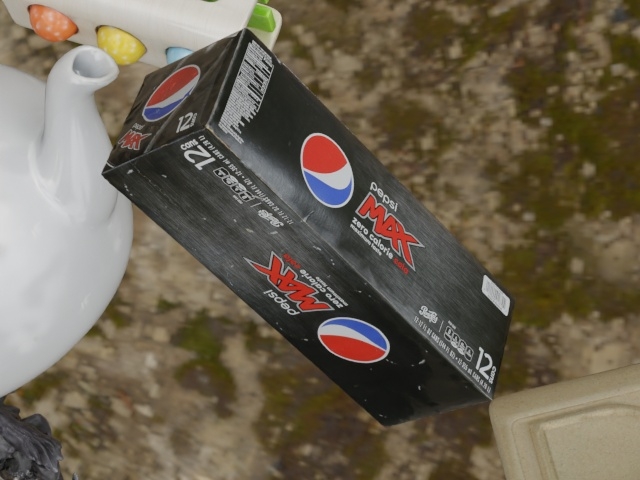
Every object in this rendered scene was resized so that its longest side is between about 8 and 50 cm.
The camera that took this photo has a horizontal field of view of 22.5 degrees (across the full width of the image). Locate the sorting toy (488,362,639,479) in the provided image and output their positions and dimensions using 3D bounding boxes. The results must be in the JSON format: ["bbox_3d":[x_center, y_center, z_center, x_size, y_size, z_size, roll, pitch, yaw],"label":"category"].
[{"bbox_3d":[0.255,0.133,0.810,0.307,0.229,0.041,-14,134,3],"label":"sorting toy"}]

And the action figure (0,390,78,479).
[{"bbox_3d":[-0.267,0.227,1.312,0.141,0.164,0.276,-32,127,-34],"label":"action figure"}]

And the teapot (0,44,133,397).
[{"bbox_3d":[-0.254,-0.028,0.983,0.256,0.252,0.187,-40,133,-14],"label":"teapot"}]

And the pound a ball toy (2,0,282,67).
[{"bbox_3d":[-0.216,-0.265,1.642,0.319,0.208,0.136,18,72,11],"label":"pound a ball toy"}]

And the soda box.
[{"bbox_3d":[0.000,0.000,0.610,0.169,0.060,0.053,44,46,-29],"label":"soda box"}]
